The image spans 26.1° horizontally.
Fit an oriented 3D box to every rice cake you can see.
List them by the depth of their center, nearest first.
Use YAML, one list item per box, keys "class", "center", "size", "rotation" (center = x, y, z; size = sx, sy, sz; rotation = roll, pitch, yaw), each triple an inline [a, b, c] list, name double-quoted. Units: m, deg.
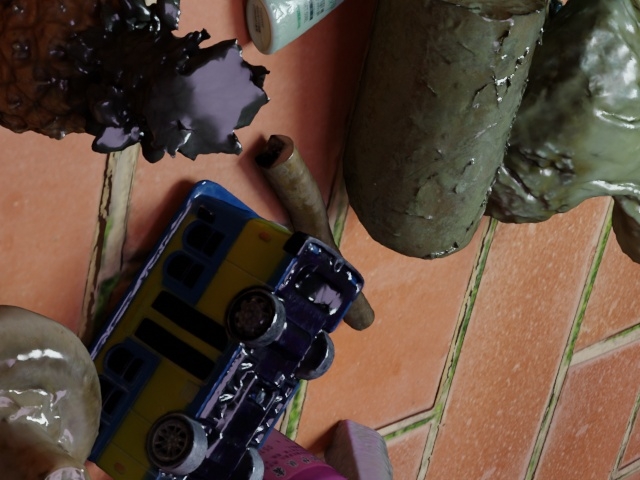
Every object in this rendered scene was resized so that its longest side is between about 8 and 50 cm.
- class: "rice cake"
  center: [0.056, 0.303, 1.550]
  size: [0.070, 0.399, 0.064]
  rotation: [30, 102, -13]

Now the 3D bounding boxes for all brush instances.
- class: "brush"
  center: [0.291, -0.260, 1.697]
  size: [0.013, 0.016, 0.083]
  rotation: [-31, 136, -19]

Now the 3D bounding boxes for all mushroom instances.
- class: "mushroom"
  center: [-0.254, 0.164, 1.119]
  size: [0.207, 0.215, 0.207]
  rotation: [-21, 124, -35]

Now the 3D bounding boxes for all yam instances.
- class: "yam"
  center: [0.118, -0.141, 1.401]
  size: [0.168, 0.168, 0.304]
  rotation: [-29, 146, -38]
- class: "yam"
  center: [0.000, 0.000, 1.483]
  size: [0.327, 0.045, 0.045]
  rotation: [63, 31, -52]

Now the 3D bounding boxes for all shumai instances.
- class: "shumai"
  center: [0.346, -0.118, 1.571]
  size: [0.292, 0.288, 0.330]
  rotation: [-45, 169, -33]

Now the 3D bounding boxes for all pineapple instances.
- class: "pineapple"
  center: [-0.155, -0.124, 0.987]
  size: [0.158, 0.278, 0.158]
  rotation: [-35, 138, -39]

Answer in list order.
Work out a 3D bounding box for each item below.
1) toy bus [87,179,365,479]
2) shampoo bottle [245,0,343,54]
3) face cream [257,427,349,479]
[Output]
- class: "toy bus"
  center: [-0.106, 0.108, 1.303]
  size: [0.288, 0.175, 0.138]
  rotation: [-58, 145, -5]
- class: "shampoo bottle"
  center: [0.008, -0.246, 1.319]
  size: [0.190, 0.041, 0.069]
  rotation: [-37, 137, -32]
- class: "face cream"
  center: [-0.085, 0.274, 1.431]
  size: [0.175, 0.195, 0.175]
  rotation: [-33, 138, -35]
